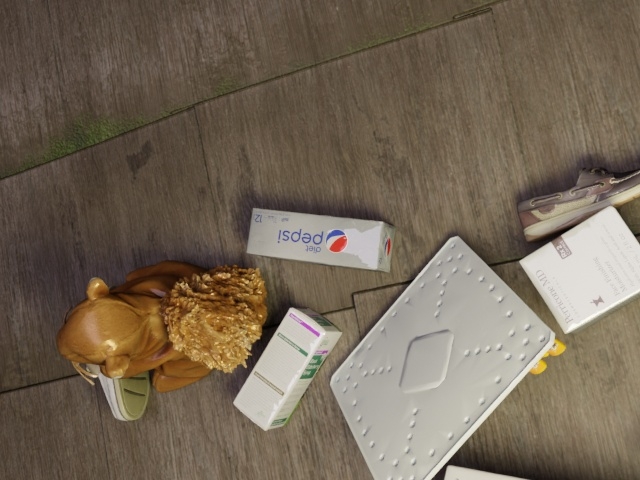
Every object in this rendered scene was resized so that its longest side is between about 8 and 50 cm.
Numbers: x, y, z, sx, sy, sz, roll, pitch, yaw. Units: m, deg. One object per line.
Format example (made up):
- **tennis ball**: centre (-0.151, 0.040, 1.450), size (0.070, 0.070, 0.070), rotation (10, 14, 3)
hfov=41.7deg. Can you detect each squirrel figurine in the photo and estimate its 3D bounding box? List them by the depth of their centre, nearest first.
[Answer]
- **squirrel figurine**: centre (-0.306, 0.150, 1.651), size (0.397, 0.370, 0.280), rotation (-13, 80, 20)

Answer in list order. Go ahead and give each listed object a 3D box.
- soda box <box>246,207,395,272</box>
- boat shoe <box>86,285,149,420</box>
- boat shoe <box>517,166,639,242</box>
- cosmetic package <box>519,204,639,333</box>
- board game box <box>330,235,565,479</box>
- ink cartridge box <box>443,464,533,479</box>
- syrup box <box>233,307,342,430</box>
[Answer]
- **soda box**: centre (0.000, 0.000, 1.694), size (0.286, 0.091, 0.098), rotation (6, 86, 22)
- **boat shoe**: centre (-0.458, 0.257, 1.850), size (0.103, 0.113, 0.302), rotation (-23, 67, 20)
- **boat shoe**: centre (0.486, -0.088, 1.503), size (0.285, 0.103, 0.092), rotation (-27, 80, 23)
- **cosmetic package**: centre (0.473, 0.055, 1.465), size (0.184, 0.151, 0.151), rotation (-34, 72, 16)
- **board game box**: centre (0.203, 0.223, 1.486), size (0.390, 0.050, 0.390), rotation (-51, 27, 10)
- **ink cartridge box**: centre (0.398, 0.530, 1.363), size (0.395, 0.285, 0.166), rotation (5, 52, 22)
- **syrup box**: centre (-0.065, 0.256, 1.694), size (0.096, 0.093, 0.236), rotation (35, 98, 21)
